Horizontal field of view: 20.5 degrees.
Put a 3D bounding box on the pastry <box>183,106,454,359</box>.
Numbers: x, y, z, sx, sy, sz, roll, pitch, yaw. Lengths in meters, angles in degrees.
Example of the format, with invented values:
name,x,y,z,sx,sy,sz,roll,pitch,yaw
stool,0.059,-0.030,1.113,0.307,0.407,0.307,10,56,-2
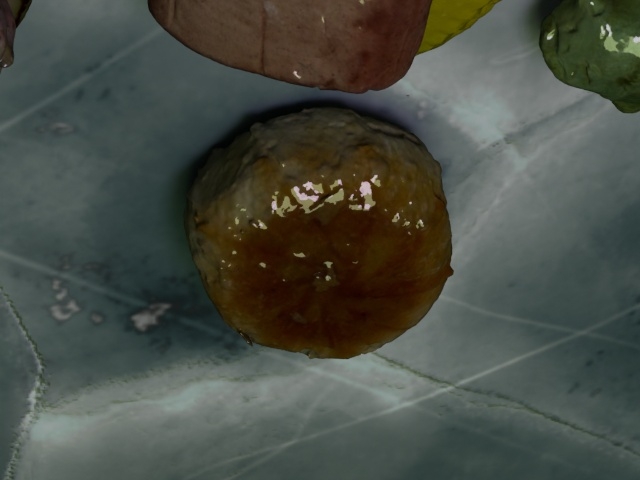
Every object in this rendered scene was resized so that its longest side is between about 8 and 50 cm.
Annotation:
name,x,y,z,sx,sy,sz,roll,pitch,yaw
pastry,0.000,0.000,1.241,0.182,0.093,0.192,-11,134,-1

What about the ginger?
name,x,y,z,sx,sy,sz,roll,pitch,yaw
ginger,0.288,-0.168,1.172,0.290,0.089,0.137,-23,151,13

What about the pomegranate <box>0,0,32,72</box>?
name,x,y,z,sx,sy,sz,roll,pitch,yaw
pomegranate,-0.222,-0.144,1.013,0.138,0.163,0.125,-6,162,-35

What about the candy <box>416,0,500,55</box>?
name,x,y,z,sx,sy,sz,roll,pitch,yaw
candy,0.086,-0.185,1.098,0.106,0.094,0.199,12,133,-31

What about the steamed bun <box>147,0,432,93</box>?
name,x,y,z,sx,sy,sz,roll,pitch,yaw
steamed bun,-0.011,-0.175,1.050,0.175,0.106,0.145,22,125,14
